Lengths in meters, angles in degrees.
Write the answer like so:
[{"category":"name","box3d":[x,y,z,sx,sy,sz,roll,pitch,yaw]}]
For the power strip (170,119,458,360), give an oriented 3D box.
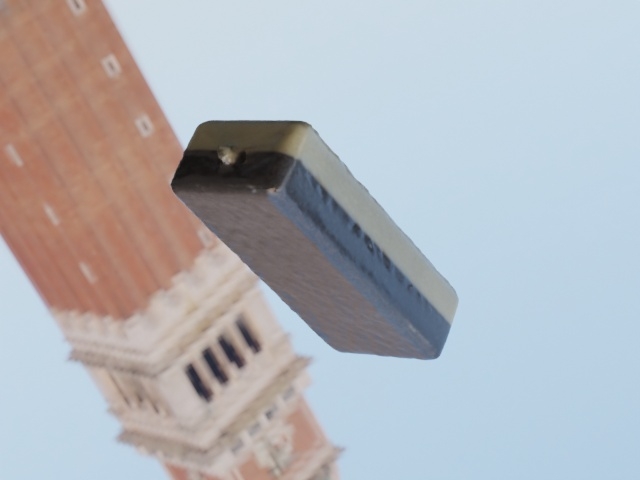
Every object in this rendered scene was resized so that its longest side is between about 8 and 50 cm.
[{"category":"power strip","box3d":[0.000,0.000,1.075,0.105,0.257,0.070,2,-120,37]}]
